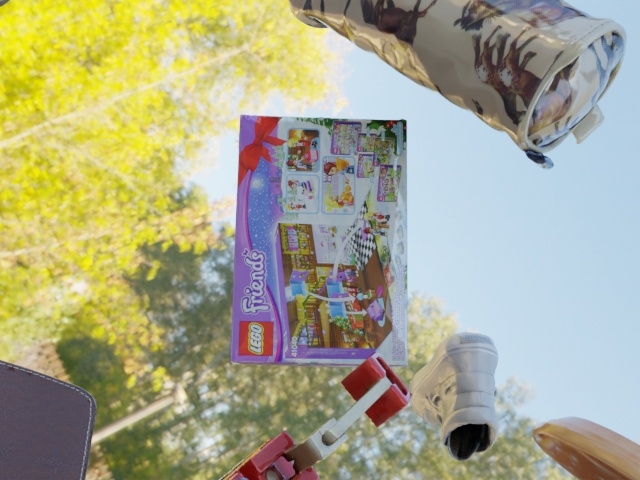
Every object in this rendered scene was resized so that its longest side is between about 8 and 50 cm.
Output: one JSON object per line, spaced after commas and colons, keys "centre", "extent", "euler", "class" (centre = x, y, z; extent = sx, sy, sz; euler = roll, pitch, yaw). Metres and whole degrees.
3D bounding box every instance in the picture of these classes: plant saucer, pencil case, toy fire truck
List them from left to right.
{"centre": [-0.015, 0.155, 0.559], "extent": [0.047, 0.135, 0.192], "euler": [51, 21, 7], "class": "toy fire truck"}
{"centre": [0.139, -0.248, 0.904], "extent": [0.410, 0.160, 0.183], "euler": [39, -12, 31], "class": "pencil case"}
{"centre": [0.311, 0.238, 0.789], "extent": [0.200, 0.037, 0.200], "euler": [34, -11, 8], "class": "plant saucer"}

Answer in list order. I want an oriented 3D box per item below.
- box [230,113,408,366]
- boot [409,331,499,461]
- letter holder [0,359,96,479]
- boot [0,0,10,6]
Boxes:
{"centre": [0.000, 0.000, 0.919], "extent": [0.057, 0.201, 0.293], "euler": [106, -14, -79], "class": "box"}
{"centre": [0.169, 0.225, 1.011], "extent": [0.258, 0.095, 0.123], "euler": [93, 1, -59], "class": "boot"}
{"centre": [-0.370, 0.207, 0.665], "extent": [0.152, 0.302, 0.214], "euler": [-53, -152, 34], "class": "letter holder"}
{"centre": [-0.424, -0.458, 0.821], "extent": [0.284, 0.138, 0.377], "euler": [-12, -68, 55], "class": "boot"}
